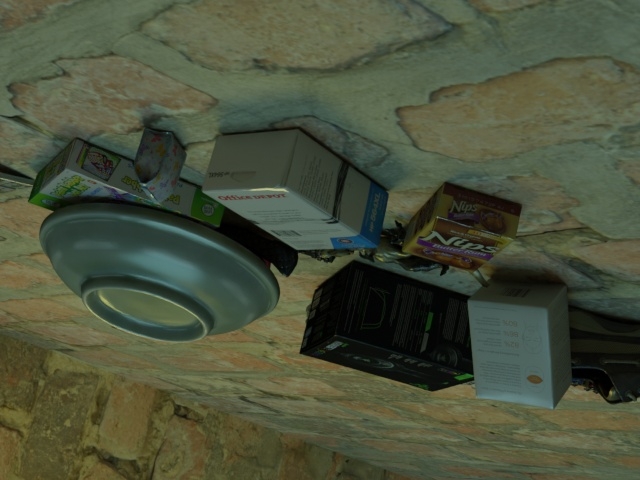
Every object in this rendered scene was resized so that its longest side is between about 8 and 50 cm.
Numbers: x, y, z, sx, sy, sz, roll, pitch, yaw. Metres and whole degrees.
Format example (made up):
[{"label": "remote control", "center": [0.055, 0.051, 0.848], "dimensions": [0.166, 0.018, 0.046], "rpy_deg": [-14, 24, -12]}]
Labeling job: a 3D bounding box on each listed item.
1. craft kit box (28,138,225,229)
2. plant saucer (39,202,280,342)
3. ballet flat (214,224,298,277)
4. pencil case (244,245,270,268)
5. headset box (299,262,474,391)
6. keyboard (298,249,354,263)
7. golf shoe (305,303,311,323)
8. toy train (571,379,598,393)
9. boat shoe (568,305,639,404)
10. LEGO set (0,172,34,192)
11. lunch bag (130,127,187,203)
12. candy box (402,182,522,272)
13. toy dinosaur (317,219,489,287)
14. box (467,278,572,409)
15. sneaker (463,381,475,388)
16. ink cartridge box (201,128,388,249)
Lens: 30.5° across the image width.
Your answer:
[{"label": "craft kit box", "center": [-0.303, -0.063, 1.813], "dimensions": [0.246, 0.061, 0.250], "rpy_deg": [24, 161, -20]}, {"label": "plant saucer", "center": [-0.268, 0.078, 1.885], "dimensions": [0.400, 0.100, 0.400], "rpy_deg": [11, 155, 5]}, {"label": "ballet flat", "center": [-0.116, 0.012, 1.889], "dimensions": [0.173, 0.049, 0.057], "rpy_deg": [17, 166, 23]}, {"label": "pencil case", "center": [-0.192, 0.038, 1.984], "dimensions": [0.209, 0.095, 0.098], "rpy_deg": [4, 157, 24]}, {"label": "headset box", "center": [0.137, 0.160, 2.033], "dimensions": [0.283, 0.131, 0.246], "rpy_deg": [17, 163, -12]}, {"label": "keyboard", "center": [0.000, 0.000, 1.820], "dimensions": [0.108, 0.023, 0.180], "rpy_deg": [13, 164, 5]}, {"label": "golf shoe", "center": [0.062, 0.149, 2.209], "dimensions": [0.176, 0.069, 0.086], "rpy_deg": [13, -177, 12]}, {"label": "toy train", "center": [0.532, 0.281, 2.277], "dimensions": [0.158, 0.027, 0.036], "rpy_deg": [20, 159, -19]}, {"label": "boat shoe", "center": [0.484, 0.202, 1.886], "dimensions": [0.355, 0.130, 0.132], "rpy_deg": [11, 163, 10]}, {"label": "LEGO set", "center": [-0.615, -0.124, 1.913], "dimensions": [0.244, 0.060, 0.182], "rpy_deg": [13, 168, -39]}, {"label": "lunch bag", "center": [-0.221, -0.099, 1.576], "dimensions": [0.053, 0.083, 0.071], "rpy_deg": [9, 163, 15]}, {"label": "candy box", "center": [0.186, -0.014, 1.574], "dimensions": [0.109, 0.053, 0.187], "rpy_deg": [17, 162, -5]}, {"label": "toy dinosaur", "center": [0.135, 0.020, 1.719], "dimensions": [0.268, 0.064, 0.118], "rpy_deg": [13, 170, -5]}, {"label": "box", "center": [0.306, 0.156, 1.793], "dimensions": [0.130, 0.170, 0.091], "rpy_deg": [5, -157, 30]}, {"label": "sneaker", "center": [0.264, 0.257, 2.310], "dimensions": [0.145, 0.090, 0.270], "rpy_deg": [25, 157, -26]}, {"label": "ink cartridge box", "center": [-0.030, -0.063, 1.532], "dimensions": [0.148, 0.086, 0.203], "rpy_deg": [-1, 157, 39]}]
